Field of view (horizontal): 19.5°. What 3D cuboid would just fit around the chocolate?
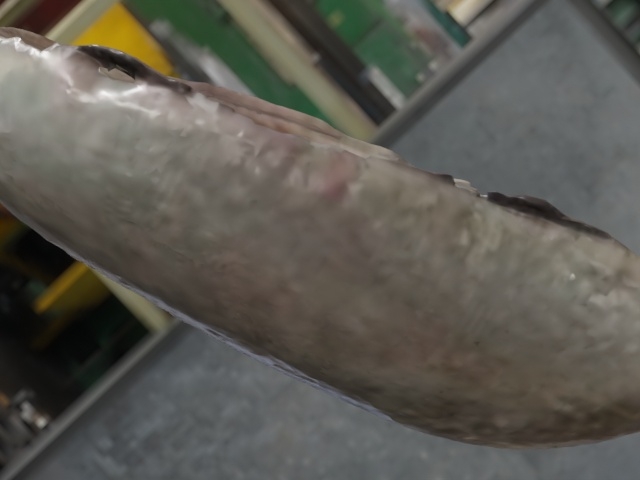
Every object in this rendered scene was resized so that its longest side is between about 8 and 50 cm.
[{"bbox_3d":[0.000,0.000,0.701,0.303,0.100,0.185,22,6,-8],"label":"chocolate"}]
